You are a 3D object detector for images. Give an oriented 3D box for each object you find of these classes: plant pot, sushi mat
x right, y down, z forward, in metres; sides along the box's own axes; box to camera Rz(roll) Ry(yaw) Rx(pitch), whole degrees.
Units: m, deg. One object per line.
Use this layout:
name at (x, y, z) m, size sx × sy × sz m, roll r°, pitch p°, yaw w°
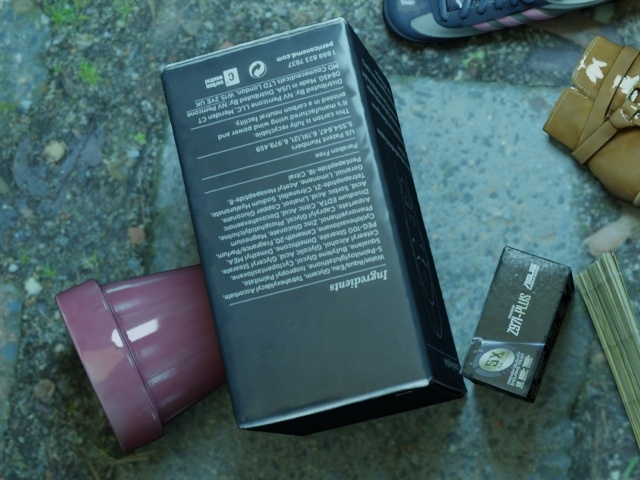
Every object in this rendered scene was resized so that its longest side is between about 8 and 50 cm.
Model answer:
plant pot at (-0.185, 0.118, 1.850) m, size 0.180 × 0.201 × 0.201 m, roll -24°, pitch 77°, yaw -9°
sushi mat at (0.348, 0.172, 1.745) m, size 0.019 × 0.151 × 0.316 m, roll -16°, pitch 78°, yaw -7°

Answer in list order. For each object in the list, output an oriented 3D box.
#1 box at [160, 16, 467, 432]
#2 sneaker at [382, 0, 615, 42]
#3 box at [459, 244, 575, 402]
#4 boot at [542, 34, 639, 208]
box at (0.000, 0.000, 1.768) m, size 0.212 × 0.293 × 0.395 m, roll -15°, pitch 78°, yaw 9°
sneaker at (0.220, -0.301, 1.845) m, size 0.319 × 0.131 × 0.112 m, roll -14°, pitch 95°, yaw 10°
box at (0.218, 0.096, 1.767) m, size 0.078 × 0.180 × 0.147 m, roll 19°, pitch 86°, yaw 12°
boot at (0.404, -0.172, 1.812) m, size 0.220 × 0.109 × 0.283 m, roll 37°, pitch 105°, yaw 20°
